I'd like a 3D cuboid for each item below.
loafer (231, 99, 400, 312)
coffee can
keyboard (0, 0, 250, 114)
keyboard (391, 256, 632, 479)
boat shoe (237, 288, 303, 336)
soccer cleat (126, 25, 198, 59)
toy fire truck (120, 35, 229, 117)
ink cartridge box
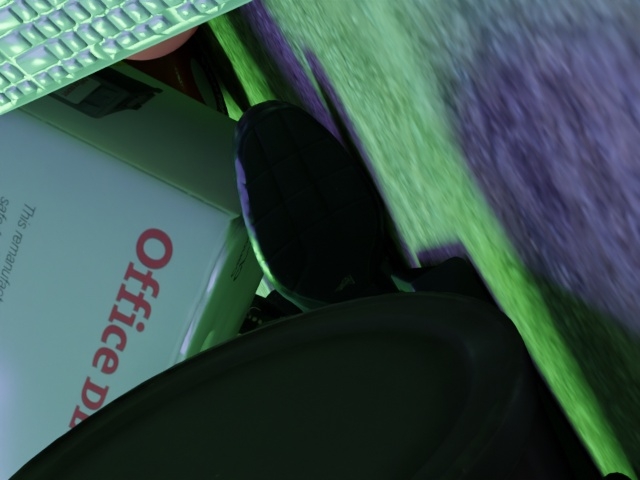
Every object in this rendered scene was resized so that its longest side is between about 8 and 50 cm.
[{"bbox_3d":[0.000,0.000,0.722,0.170,0.062,0.061,65,176,-36],"label":"loafer"},{"bbox_3d":[0.024,0.184,0.510,0.275,0.201,0.201,64,172,-17],"label":"coffee can"},{"bbox_3d":[-0.111,-0.095,0.624,0.072,0.014,0.256,39,146,-29],"label":"keyboard"},{"bbox_3d":[0.121,0.147,0.610,0.317,0.033,0.201,58,173,-1],"label":"keyboard"},{"bbox_3d":[-0.023,0.111,1.032,0.187,0.156,0.500,62,158,-12],"label":"boat shoe"},{"bbox_3d":[-0.107,-0.185,0.637,0.095,0.083,0.248,-104,-8,-46],"label":"soccer cleat"},{"bbox_3d":[-0.176,-0.150,1.009,0.254,0.169,0.302,-90,-25,-65],"label":"toy fire truck"},{"bbox_3d":[-0.192,-0.004,0.827,0.306,0.226,0.131,27,-155,6],"label":"ink cartridge box"}]
